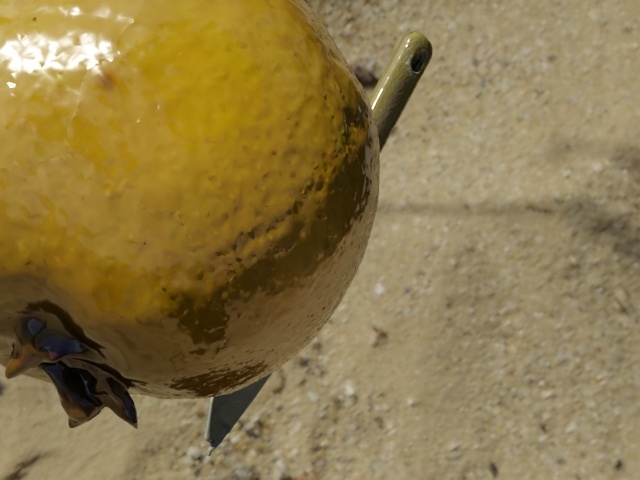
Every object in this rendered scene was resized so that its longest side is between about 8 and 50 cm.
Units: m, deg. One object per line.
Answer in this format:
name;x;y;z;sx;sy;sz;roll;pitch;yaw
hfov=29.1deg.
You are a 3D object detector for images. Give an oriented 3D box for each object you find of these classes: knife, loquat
knife;0.002;0.001;0.767;0.047;0.017;0.297;44;70;-48
loquat;-0.080;-0.028;0.519;0.208;0.208;0.208;23;46;-26
